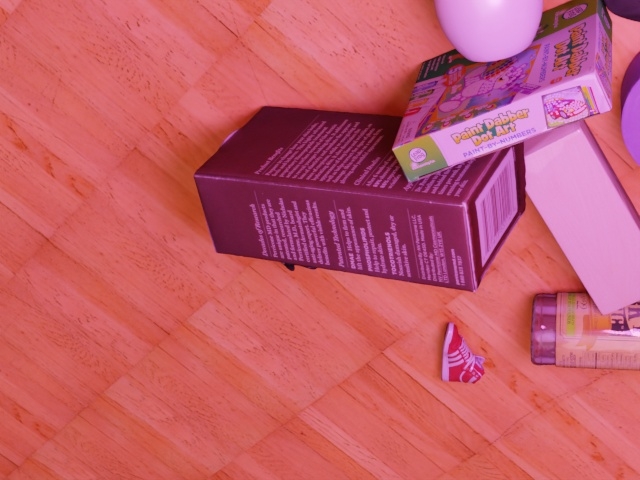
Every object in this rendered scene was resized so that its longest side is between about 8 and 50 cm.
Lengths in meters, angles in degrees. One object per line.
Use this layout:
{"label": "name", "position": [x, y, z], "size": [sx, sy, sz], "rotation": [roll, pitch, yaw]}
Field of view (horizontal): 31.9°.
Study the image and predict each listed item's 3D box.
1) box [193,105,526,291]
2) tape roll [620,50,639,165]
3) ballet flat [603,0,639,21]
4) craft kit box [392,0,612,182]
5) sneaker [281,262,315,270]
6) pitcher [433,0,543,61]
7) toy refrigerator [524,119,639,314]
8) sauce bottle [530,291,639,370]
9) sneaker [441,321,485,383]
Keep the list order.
{"label": "box", "position": [0.051, -0.062, 1.438], "size": [0.381, 0.191, 0.143], "rotation": [10, 129, 28]}
{"label": "tape roll", "position": [0.469, -0.166, 1.386], "size": [0.188, 0.080, 0.189], "rotation": [6, 125, 9]}
{"label": "ballet flat", "position": [0.467, -0.295, 1.286], "size": [0.280, 0.096, 0.095], "rotation": [-5, 119, 17]}
{"label": "craft kit box", "position": [0.222, -0.186, 1.329], "size": [0.246, 0.250, 0.061], "rotation": [-17, 117, 23]}
{"label": "sneaker", "position": [0.000, 0.000, 1.631], "size": [0.170, 0.063, 0.075], "rotation": [-18, 118, 30]}
{"label": "pitcher", "position": [0.207, -0.329, 1.298], "size": [0.177, 0.125, 0.207], "rotation": [-28, 120, -20]}
{"label": "toy refrigerator", "position": [0.358, -0.041, 1.495], "size": [0.102, 0.094, 0.269], "rotation": [-27, 114, 21]}
{"label": "sauce bottle", "position": [0.471, 0.129, 1.574], "size": [0.344, 0.111, 0.111], "rotation": [0, 124, 12]}
{"label": "sneaker", "position": [0.219, 0.173, 1.706], "size": [0.067, 0.042, 0.118], "rotation": [8, 133, 13]}
